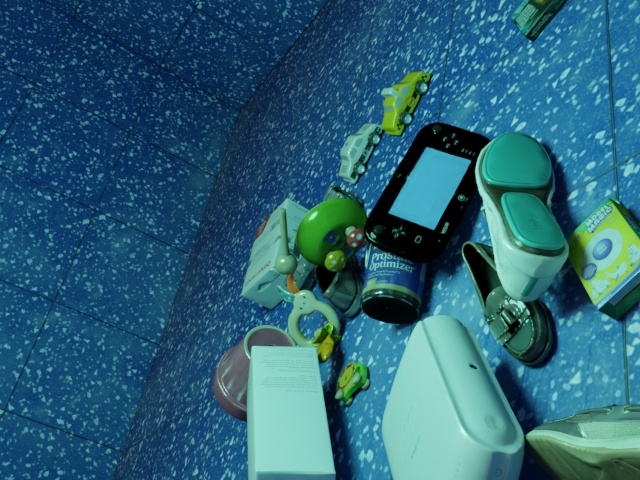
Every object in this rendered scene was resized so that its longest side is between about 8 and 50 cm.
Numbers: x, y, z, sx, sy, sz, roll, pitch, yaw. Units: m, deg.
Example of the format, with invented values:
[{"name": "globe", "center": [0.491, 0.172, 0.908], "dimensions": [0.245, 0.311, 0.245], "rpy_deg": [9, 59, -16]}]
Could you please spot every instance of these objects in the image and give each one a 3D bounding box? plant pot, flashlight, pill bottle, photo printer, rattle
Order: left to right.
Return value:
[{"name": "plant pot", "center": [-0.142, 0.305, 1.724], "dimensions": [0.201, 0.201, 0.180], "rpy_deg": [-85, 14, -46]}, {"name": "rattle", "center": [-0.043, 0.178, 1.667], "dimensions": [0.130, 0.200, 0.142], "rpy_deg": [-23, 6, 29]}, {"name": "flashlight", "center": [0.000, 0.000, 1.974], "dimensions": [0.103, 0.103, 0.304], "rpy_deg": [43, 112, 39]}, {"name": "pill bottle", "center": [0.157, 0.051, 1.483], "dimensions": [0.123, 0.122, 0.219], "rpy_deg": [-36, 33, 50]}, {"name": "photo printer", "center": [0.185, 0.297, 1.055], "dimensions": [0.308, 0.107, 0.256], "rpy_deg": [-103, 24, -60]}]

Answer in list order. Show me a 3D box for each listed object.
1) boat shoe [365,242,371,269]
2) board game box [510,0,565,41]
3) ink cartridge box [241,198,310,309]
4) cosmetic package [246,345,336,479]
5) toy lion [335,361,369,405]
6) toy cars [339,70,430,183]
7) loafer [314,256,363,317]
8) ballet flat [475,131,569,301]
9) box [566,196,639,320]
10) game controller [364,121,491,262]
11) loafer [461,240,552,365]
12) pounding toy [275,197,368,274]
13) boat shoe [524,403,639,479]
[{"name": "boat shoe", "center": [0.146, -0.026, 1.666], "dimensions": [0.081, 0.079, 0.228], "rpy_deg": [-22, 48, 55]}, {"name": "board game box", "center": [0.486, -0.524, 1.533], "dimensions": [0.186, 0.026, 0.126], "rpy_deg": [-52, 22, 28]}, {"name": "ink cartridge box", "center": [-0.125, 0.042, 2.189], "dimensions": [0.197, 0.114, 0.273], "rpy_deg": [-41, 28, 43]}, {"name": "cosmetic package", "center": [-0.072, 0.402, 1.475], "dimensions": [0.366, 0.155, 0.197], "rpy_deg": [-103, 18, -58]}, {"name": "toy lion", "center": [0.066, 0.295, 1.541], "dimensions": [0.100, 0.034, 0.096], "rpy_deg": [-50, 17, 32]}, {"name": "toy cars", "center": [0.154, -0.321, 2.000], "dimensions": [0.394, 0.087, 0.177], "rpy_deg": [-46, 26, 38]}, {"name": "loafer", "center": [0.032, 0.080, 1.789], "dimensions": [0.109, 0.095, 0.302], "rpy_deg": [-57, 21, 14]}, {"name": "ballet flat", "center": [0.320, -0.045, 1.198], "dimensions": [0.139, 0.139, 0.400], "rpy_deg": [-50, 15, 31]}, {"name": "box", "center": [0.411, 0.016, 1.029], "dimensions": [0.105, 0.043, 0.179], "rpy_deg": [-52, 21, 26]}, {"name": "game controller", "center": [0.220, -0.100, 1.443], "dimensions": [0.166, 0.067, 0.319], "rpy_deg": [18, 66, 31]}, {"name": "loafer", "center": [0.287, 0.094, 1.168], "dimensions": [0.096, 0.084, 0.268], "rpy_deg": [-54, 22, 24]}, {"name": "pounding toy", "center": [0.022, 0.009, 1.657], "dimensions": [0.110, 0.236, 0.183], "rpy_deg": [-127, 36, -48]}, {"name": "boat shoe", "center": [0.345, 0.240, 0.846], "dimensions": [0.092, 0.103, 0.285], "rpy_deg": [-41, -2, -21]}]
